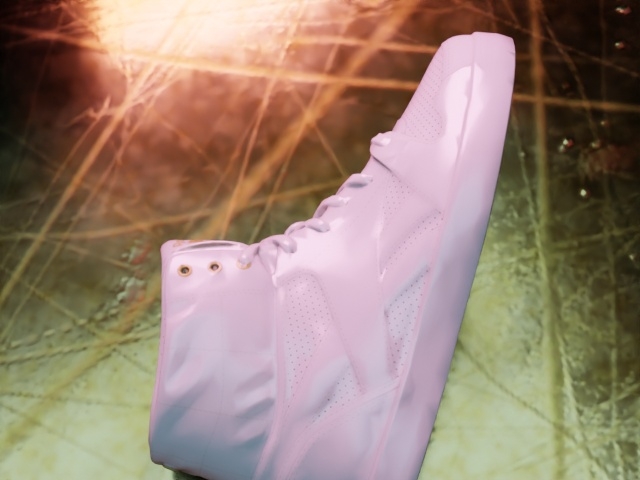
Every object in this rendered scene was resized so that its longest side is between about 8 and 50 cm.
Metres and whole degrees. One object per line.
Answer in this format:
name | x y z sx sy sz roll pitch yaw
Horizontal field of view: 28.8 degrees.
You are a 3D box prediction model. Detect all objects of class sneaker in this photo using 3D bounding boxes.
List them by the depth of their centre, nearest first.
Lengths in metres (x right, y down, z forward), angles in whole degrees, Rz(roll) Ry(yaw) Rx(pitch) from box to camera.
sneaker | 0.000 0.000 0.680 0.169 0.108 0.292 16 74 4
